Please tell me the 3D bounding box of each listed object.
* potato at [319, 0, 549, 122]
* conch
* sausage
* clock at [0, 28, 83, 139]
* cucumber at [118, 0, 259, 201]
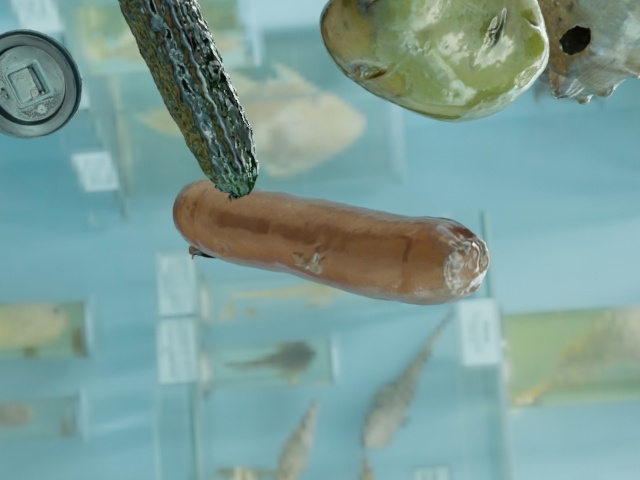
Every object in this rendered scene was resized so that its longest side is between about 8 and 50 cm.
[{"bbox_3d":[0.095,-0.181,1.422,0.155,0.200,0.137,-61,-155,6],"label":"potato"},{"bbox_3d":[0.294,-0.253,1.765,0.324,0.263,0.186,10,61,-40],"label":"conch"},{"bbox_3d":[0.000,0.000,1.698,0.094,0.419,0.094,-55,131,-21],"label":"sausage"},{"bbox_3d":[-0.221,-0.116,1.280,0.017,0.085,0.085,-21,-109,61],"label":"clock"},{"bbox_3d":[-0.120,-0.155,1.589,0.077,0.077,0.265,-83,150,-72],"label":"cucumber"}]
